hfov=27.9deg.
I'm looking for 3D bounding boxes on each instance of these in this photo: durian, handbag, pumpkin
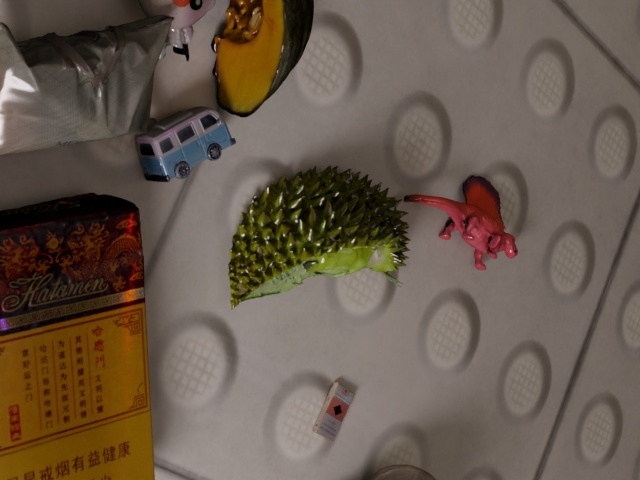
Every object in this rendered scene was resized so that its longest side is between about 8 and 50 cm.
[{"bbox_3d":[0.007,-0.007,1.896,0.355,0.157,0.169,-6,137,-42],"label":"durian"},{"bbox_3d":[-0.295,-0.191,1.544,0.270,0.117,0.182,-15,135,-39],"label":"handbag"},{"bbox_3d":[-0.050,-0.327,1.717,0.148,0.169,0.312,-14,107,-39],"label":"pumpkin"}]

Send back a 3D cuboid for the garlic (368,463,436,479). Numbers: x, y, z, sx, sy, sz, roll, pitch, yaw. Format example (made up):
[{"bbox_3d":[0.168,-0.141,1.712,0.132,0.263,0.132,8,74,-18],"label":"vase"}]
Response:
[{"bbox_3d":[0.075,0.436,1.987,0.212,0.218,0.218,22,79,-4],"label":"garlic"}]

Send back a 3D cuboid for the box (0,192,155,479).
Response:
[{"bbox_3d":[-0.339,0.164,1.565,0.264,0.116,0.415,-13,106,-40],"label":"box"}]

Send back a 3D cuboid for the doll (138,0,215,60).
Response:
[{"bbox_3d":[-0.203,-0.338,1.622,0.192,0.095,0.149,43,50,-38],"label":"doll"}]

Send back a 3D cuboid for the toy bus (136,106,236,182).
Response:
[{"bbox_3d":[-0.180,-0.132,1.706,0.123,0.060,0.075,-33,115,-32],"label":"toy bus"}]

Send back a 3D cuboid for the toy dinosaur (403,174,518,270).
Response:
[{"bbox_3d":[0.246,-0.058,2.127,0.286,0.070,0.139,35,62,-38],"label":"toy dinosaur"}]

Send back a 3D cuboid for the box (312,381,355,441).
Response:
[{"bbox_3d":[0.021,0.265,1.992,0.046,0.012,0.083,37,73,-39],"label":"box"}]
